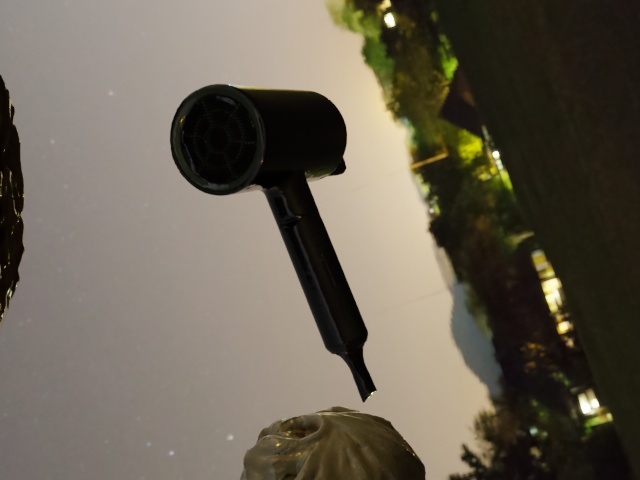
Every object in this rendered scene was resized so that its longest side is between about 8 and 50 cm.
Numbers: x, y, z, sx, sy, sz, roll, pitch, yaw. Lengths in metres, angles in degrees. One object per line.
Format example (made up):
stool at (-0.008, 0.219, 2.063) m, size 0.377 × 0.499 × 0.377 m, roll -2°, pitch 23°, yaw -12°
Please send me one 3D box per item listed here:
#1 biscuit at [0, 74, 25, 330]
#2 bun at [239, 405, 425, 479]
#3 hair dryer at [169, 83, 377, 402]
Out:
biscuit at (-0.247, -0.008, 0.510) m, size 0.296 × 0.075 × 0.295 m, roll 4°, pitch -90°, yaw -88°
bun at (-0.001, 0.261, 0.976) m, size 0.231 × 0.231 × 0.133 m, roll -78°, pitch -25°, yaw -70°
hair dryer at (0.000, 0.000, 0.665) m, size 0.195 × 0.078 × 0.248 m, roll -15°, pitch -95°, yaw -63°
